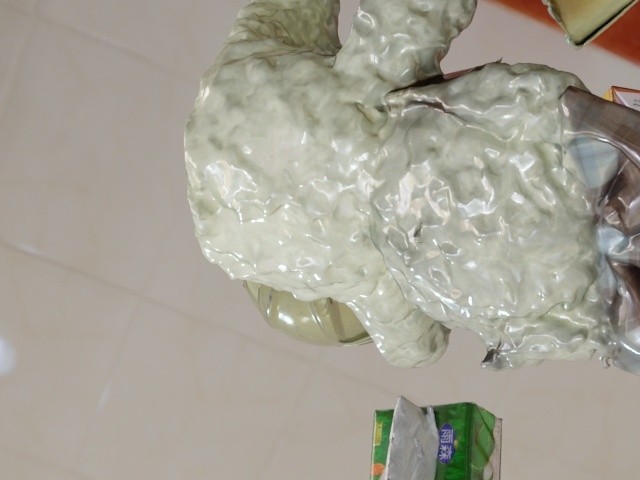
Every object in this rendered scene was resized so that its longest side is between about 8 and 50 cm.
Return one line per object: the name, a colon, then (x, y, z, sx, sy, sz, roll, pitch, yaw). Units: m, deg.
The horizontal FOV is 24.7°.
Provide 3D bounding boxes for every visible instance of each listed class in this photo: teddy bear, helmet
teddy bear: (0.099, -0.056, 1.046, 0.362, 0.327, 0.375, 1, -161, 13)
helmet: (-0.001, -0.003, 1.352, 0.204, 0.258, 0.137, 6, -162, 19)

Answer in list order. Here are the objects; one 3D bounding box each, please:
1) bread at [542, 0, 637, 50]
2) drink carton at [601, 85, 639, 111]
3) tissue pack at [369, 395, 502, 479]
bread: (0.212, -0.285, 1.152, 0.156, 0.261, 0.158, 1, -137, -11)
drink carton: (0.341, -0.092, 1.786, 0.071, 0.223, 0.096, 7, -114, -14)
tissue pack: (0.127, 0.305, 1.781, 0.148, 0.209, 0.156, -7, 157, 31)
